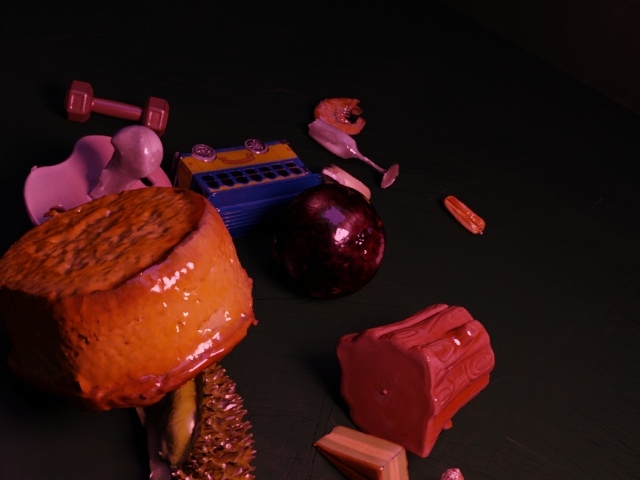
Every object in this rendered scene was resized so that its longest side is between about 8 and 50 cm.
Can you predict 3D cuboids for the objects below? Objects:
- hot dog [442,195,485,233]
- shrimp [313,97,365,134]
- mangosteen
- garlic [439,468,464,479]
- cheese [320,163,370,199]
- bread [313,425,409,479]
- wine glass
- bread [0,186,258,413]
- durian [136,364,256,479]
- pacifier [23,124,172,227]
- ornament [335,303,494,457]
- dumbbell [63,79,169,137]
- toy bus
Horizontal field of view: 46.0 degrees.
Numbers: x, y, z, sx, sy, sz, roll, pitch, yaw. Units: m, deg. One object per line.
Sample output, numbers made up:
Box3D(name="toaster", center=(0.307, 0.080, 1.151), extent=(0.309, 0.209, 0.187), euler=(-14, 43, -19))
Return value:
Box3D(name="hot dog", center=(0.351, -0.061, 1.861), extent=(0.056, 0.041, 0.133), euler=(-29, 64, -36))
Box3D(name="shrimp", center=(0.061, -0.335, 2.059), extent=(0.187, 0.052, 0.132), euler=(-30, 79, -40))
Box3D(name="mangosteen", center=(0.000, 0.000, 1.490), extent=(0.265, 0.228, 0.228), euler=(2, 18, 44))
Box3D(name="garlic", center=(0.206, 0.411, 1.169), extent=(0.094, 0.074, 0.113), euler=(56, 7, -12))
Box3D(name="cheese", center=(0.042, -0.133, 1.681), extent=(0.127, 0.054, 0.251), euler=(30, 4, 12))
Box3D(name="bread", center=(0.065, 0.363, 1.215), extent=(0.139, 0.084, 0.074), euler=(8, 25, 38))
Box3D(name="wine glass", center=(0.074, -0.228, 1.909), extent=(0.262, 0.074, 0.074), euler=(36, 39, 20))
Box3D(name="bread", center=(-0.288, 0.078, 1.147), extent=(0.397, 0.215, 0.398), euler=(-12, 29, 6))
Box3D(name="durian", center=(-0.194, 0.287, 1.133), extent=(0.169, 0.158, 0.352), euler=(-21, 43, 3))
Box3D(name="pacifier", center=(-0.390, -0.093, 1.399), extent=(0.220, 0.273, 0.332), euler=(13, 34, 16))
Box3D(name="ornament", center=(0.173, 0.215, 1.289), extent=(0.217, 0.221, 0.235), euler=(-20, 61, -46))
Box3D(name="dumbbell", center=(-0.464, -0.298, 1.718), extent=(0.230, 0.092, 0.082), euler=(11, 10, -15))
Box3D(name="toy bus", center=(-0.160, -0.109, 1.586), extent=(0.287, 0.138, 0.175), euler=(-14, 48, -37))
